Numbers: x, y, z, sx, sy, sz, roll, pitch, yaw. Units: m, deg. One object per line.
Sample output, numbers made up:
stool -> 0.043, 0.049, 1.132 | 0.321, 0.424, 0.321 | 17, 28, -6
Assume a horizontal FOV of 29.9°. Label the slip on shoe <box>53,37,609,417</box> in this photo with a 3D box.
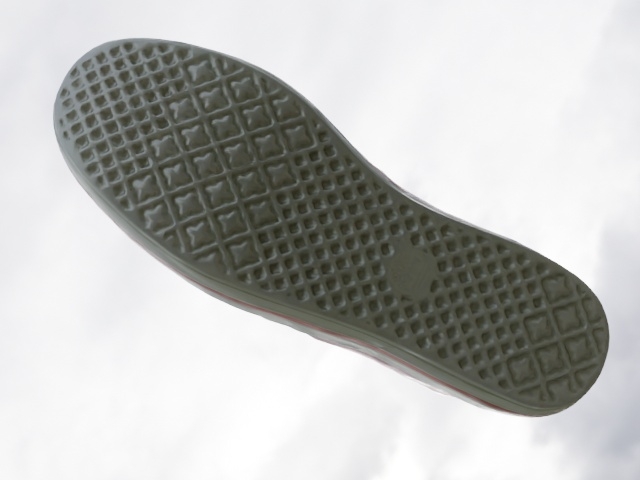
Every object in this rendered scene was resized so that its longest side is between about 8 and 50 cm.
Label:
slip on shoe -> 0.000, 0.000, 0.670 | 0.123, 0.331, 0.101 | -63, 4, -14
